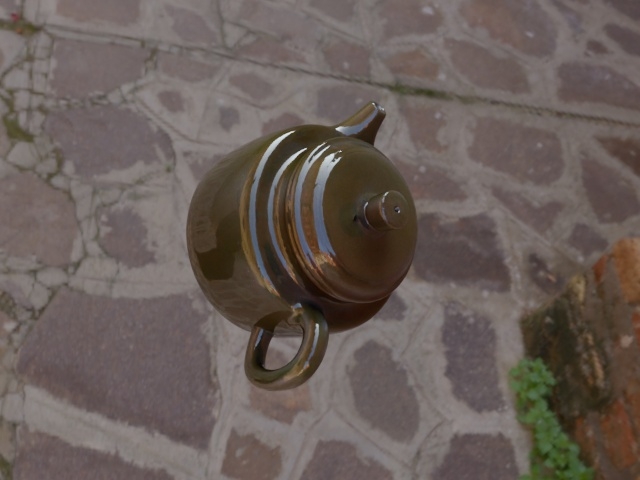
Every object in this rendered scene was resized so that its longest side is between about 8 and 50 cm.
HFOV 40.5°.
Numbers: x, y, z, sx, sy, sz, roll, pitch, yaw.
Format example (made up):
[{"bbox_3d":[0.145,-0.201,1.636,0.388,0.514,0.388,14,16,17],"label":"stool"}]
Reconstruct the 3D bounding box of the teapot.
[{"bbox_3d":[0.000,0.000,0.740,0.186,0.175,0.267,29,64,-31],"label":"teapot"}]
